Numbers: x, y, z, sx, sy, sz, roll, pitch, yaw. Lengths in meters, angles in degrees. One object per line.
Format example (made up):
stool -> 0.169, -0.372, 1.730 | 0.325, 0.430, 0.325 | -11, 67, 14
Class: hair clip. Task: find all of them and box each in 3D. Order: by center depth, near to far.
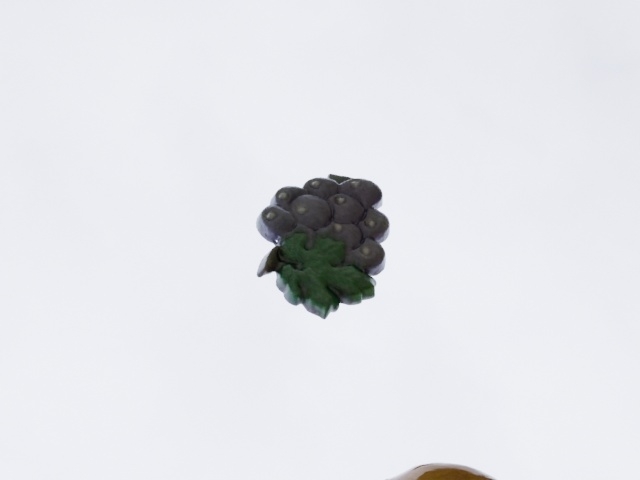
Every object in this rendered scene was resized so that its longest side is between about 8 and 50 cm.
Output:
hair clip -> 0.000, 0.002, 0.957 | 0.124, 0.052, 0.195 | 12, -141, 0

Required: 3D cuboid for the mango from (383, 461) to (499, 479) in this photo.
mango -> 0.070, 0.198, 0.660 | 0.084, 0.159, 0.105 | 17, -143, -49
